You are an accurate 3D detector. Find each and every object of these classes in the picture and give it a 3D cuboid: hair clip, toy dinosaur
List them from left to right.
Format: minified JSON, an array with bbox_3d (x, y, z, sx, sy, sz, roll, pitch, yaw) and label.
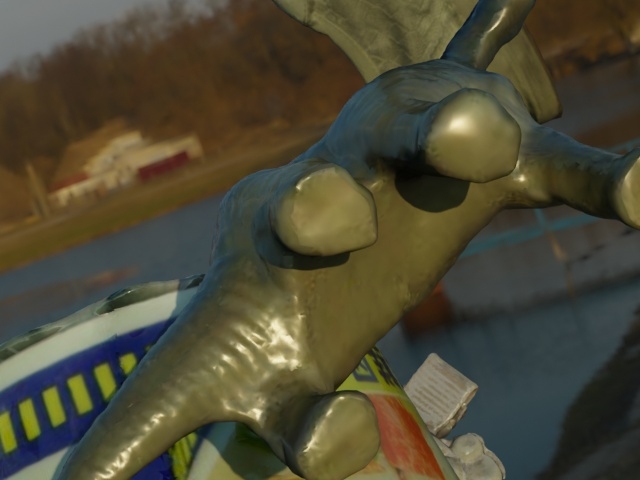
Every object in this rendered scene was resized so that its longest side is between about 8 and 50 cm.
[{"bbox_3d":[0.000,0.000,0.457,0.247,0.075,0.188,-43,14,-7],"label":"toy dinosaur"},{"bbox_3d":[0.027,0.161,0.996,0.220,0.140,0.054,-45,-14,-32],"label":"hair clip"}]

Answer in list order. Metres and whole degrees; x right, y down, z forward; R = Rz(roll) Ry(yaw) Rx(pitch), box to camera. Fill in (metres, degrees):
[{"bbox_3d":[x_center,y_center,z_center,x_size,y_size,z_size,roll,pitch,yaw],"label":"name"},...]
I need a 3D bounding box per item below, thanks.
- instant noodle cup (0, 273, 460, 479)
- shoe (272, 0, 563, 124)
[{"bbox_3d":[-0.019,0.188,0.546,0.284,0.312,0.284,-21,-22,-9],"label":"instant noodle cup"},{"bbox_3d":[0.011,-0.148,0.718,0.098,0.275,0.103,-32,19,6],"label":"shoe"}]
